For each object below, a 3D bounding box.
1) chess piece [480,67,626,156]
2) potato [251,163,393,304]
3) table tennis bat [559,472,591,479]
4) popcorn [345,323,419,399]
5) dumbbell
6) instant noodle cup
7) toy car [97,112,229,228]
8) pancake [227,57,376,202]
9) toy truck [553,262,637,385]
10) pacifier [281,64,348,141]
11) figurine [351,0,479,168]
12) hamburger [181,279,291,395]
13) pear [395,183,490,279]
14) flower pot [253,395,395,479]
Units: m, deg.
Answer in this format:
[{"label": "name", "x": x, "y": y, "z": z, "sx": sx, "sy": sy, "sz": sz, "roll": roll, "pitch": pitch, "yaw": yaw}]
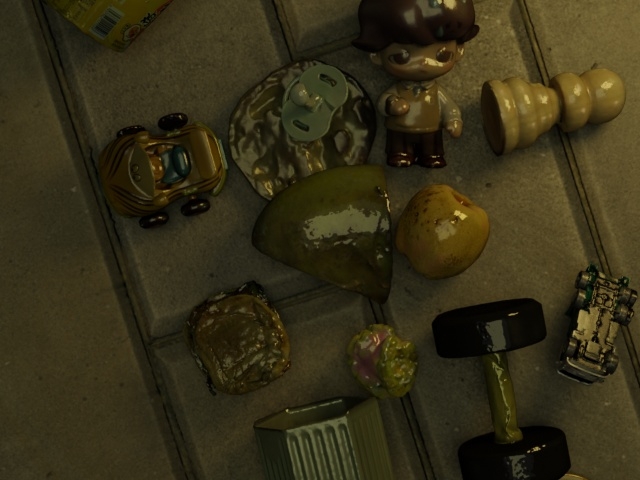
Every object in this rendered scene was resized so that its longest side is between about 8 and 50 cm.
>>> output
[{"label": "chess piece", "x": 0.438, "y": -0.251, "z": 1.877, "sx": 0.261, "sy": 0.143, "sz": 0.143, "roll": -12, "pitch": 91, "yaw": -5}, {"label": "potato", "x": 0.000, "y": 0.000, "z": 1.869, "sx": 0.255, "sy": 0.112, "sz": 0.269, "roll": -3, "pitch": 98, "yaw": -4}, {"label": "table tennis bat", "x": 0.496, "y": 0.598, "z": 1.924, "sx": 0.198, "sy": 0.050, "sz": 0.321, "roll": -28, "pitch": 87, "yaw": 3}, {"label": "popcorn", "x": 0.117, "y": 0.228, "z": 1.892, "sx": 0.145, "sy": 0.126, "sz": 0.126, "roll": 43, "pitch": 99, "yaw": 6}, {"label": "dumbbell", "x": 0.332, "y": 0.280, "z": 1.846, "sx": 0.203, "sy": 0.204, "sz": 0.322, "roll": -11, "pitch": 91, "yaw": 2}, {"label": "instant noodle cup", "x": -0.383, "y": -0.482, "z": 1.840, "sx": 0.264, "sy": 0.264, "sz": 0.200, "roll": 39, "pitch": 101, "yaw": 1}, {"label": "toy car", "x": -0.299, "y": -0.133, "z": 1.884, "sx": 0.248, "sy": 0.142, "sz": 0.200, "roll": -18, "pitch": 90, "yaw": 0}, {"label": "pancake", "x": -0.034, "y": -0.203, "z": 1.923, "sx": 0.294, "sy": 0.049, "sz": 0.294, "roll": 0, "pitch": 95, "yaw": 2}, {"label": "toy truck", "x": 0.500, "y": 0.161, "z": 1.863, "sx": 0.110, "sy": 0.116, "sz": 0.216, "roll": 20, "pitch": 63, "yaw": 1}, {"label": "pacifier", "x": -0.025, "y": -0.260, "z": 1.839, "sx": 0.127, "sy": 0.116, "sz": 0.150, "roll": 40, "pitch": 99, "yaw": 25}, {"label": "figurine", "x": 0.170, "y": -0.316, "z": 1.837, "sx": 0.218, "sy": 0.206, "sz": 0.365, "roll": 3, "pitch": 93, "yaw": 16}, {"label": "hamburger", "x": -0.154, "y": 0.194, "z": 1.910, "sx": 0.183, "sy": 0.130, "sz": 0.206, "roll": -27, "pitch": 72, "yaw": 1}, {"label": "pear", "x": 0.223, "y": -0.012, "z": 1.872, "sx": 0.178, "sy": 0.178, "sz": 0.178, "roll": 0, "pitch": 91, "yaw": 2}, {"label": "flower pot", "x": 0.010, "y": 0.400, "z": 1.853, "sx": 0.209, "sy": 0.239, "sz": 0.190, "roll": -13, "pitch": 89, "yaw": -31}]
